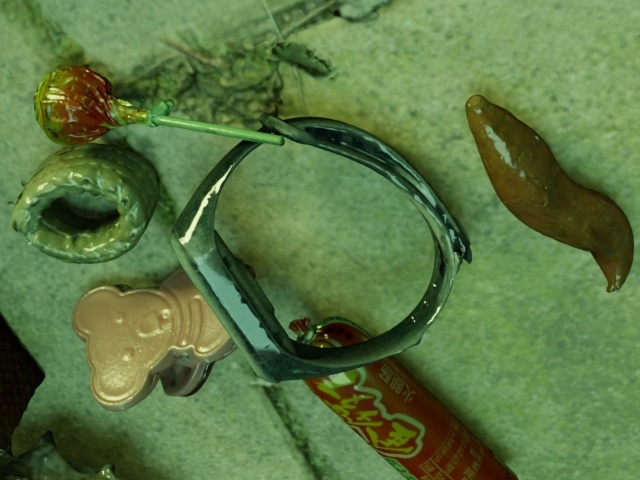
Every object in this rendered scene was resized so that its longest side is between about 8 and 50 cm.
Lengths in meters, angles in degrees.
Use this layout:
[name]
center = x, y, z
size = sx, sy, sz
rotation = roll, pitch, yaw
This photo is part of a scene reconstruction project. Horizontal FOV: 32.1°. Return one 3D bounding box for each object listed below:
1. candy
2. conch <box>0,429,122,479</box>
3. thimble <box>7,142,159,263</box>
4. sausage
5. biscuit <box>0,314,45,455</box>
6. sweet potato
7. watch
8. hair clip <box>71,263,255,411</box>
[candy]
center = -0.118, -0.086, 0.801
size = 0.201, 0.060, 0.060
rotation = 11, 125, 18
[conch]
center = -0.244, 0.305, 1.045
size = 0.241, 0.186, 0.312
rotation = -14, 102, 7
[thimble]
center = -0.184, -0.029, 0.868
size = 0.110, 0.062, 0.084
rotation = 0, 120, 6
[sausage]
center = 0.066, 0.152, 0.957
size = 0.083, 0.083, 0.264
rotation = -36, 112, 25
[biscuit]
center = -0.330, 0.075, 0.926
size = 0.070, 0.106, 0.252
rotation = -18, 119, 18
[sweet potato]
center = 0.170, -0.036, 0.834
size = 0.202, 0.058, 0.055
rotation = 39, 76, -23
[watch]
center = 0.000, 0.000, 0.834
size = 0.193, 0.068, 0.206
rotation = -33, 105, -2
[hair clip]
center = -0.125, 0.069, 0.903
size = 0.102, 0.123, 0.138
rotation = 15, 135, -39
